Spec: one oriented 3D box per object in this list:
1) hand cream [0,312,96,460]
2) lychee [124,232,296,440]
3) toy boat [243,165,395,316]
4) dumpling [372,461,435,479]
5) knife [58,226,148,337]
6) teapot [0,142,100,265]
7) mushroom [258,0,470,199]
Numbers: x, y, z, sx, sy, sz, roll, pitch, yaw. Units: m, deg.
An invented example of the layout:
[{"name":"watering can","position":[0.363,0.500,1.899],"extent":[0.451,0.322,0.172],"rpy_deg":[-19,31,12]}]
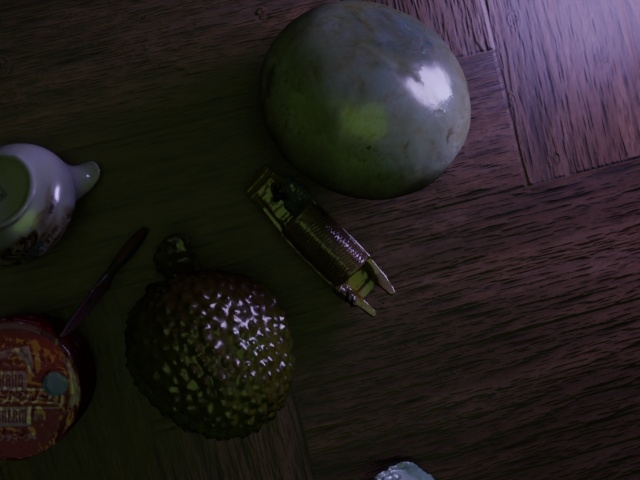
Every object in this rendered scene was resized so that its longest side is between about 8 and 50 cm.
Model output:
[{"name":"hand cream","position":[-0.484,0.230,1.466],"extent":[0.230,0.149,0.230],"rpy_deg":[0,95,-5]},{"name":"lychee","position":[-0.181,0.165,1.441],"extent":[0.320,0.270,0.270],"rpy_deg":[30,89,34]},{"name":"toy boat","position":[0.000,0.000,1.521],"extent":[0.089,0.115,0.310],"rpy_deg":[-43,96,-3]},{"name":"dumpling","position":[0.161,0.493,1.564],"extent":[0.149,0.105,0.216],"rpy_deg":[-6,89,1]},{"name":"knife","position":[-0.353,0.067,1.476],"extent":[0.018,0.035,0.247],"rpy_deg":[21,55,16]},{"name":"teapot","position":[-0.500,-0.049,1.460],"extent":[0.298,0.139,0.204],"rpy_deg":[-36,69,-1]},{"name":"mushroom","position":[0.066,-0.221,1.429],"extent":[0.352,0.260,0.352],"rpy_deg":[12,50,-15]}]
